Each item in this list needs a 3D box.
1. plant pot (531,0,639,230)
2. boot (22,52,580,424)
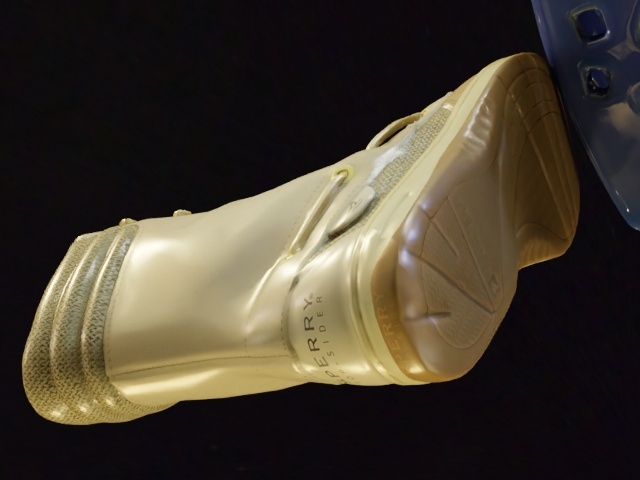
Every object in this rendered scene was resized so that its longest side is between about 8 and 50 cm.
[{"bbox_3d":[0.213,-0.180,0.920,0.236,0.236,0.212,-28,-73,29],"label":"plant pot"},{"bbox_3d":[0.000,0.000,0.852,0.203,0.262,0.095,-13,-70,28],"label":"boot"}]
